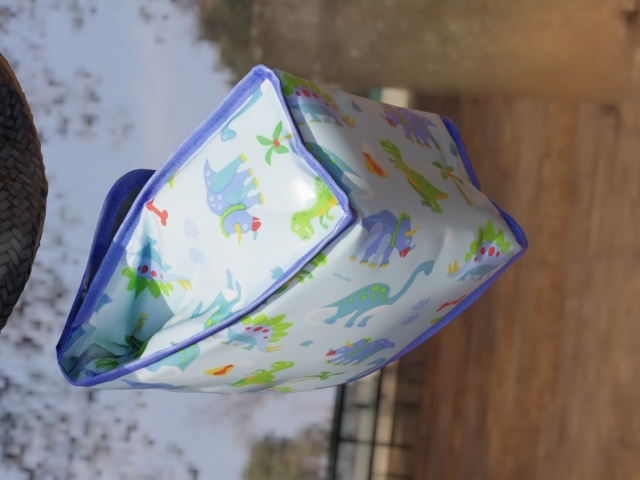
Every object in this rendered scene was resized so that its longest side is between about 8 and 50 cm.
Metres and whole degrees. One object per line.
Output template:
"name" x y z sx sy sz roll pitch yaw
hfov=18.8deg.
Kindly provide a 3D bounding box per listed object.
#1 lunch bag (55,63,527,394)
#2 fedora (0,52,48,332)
"lunch bag" -0.017 0.011 0.776 0.129 0.151 0.096 10 -138 -50
"fedora" -0.214 -0.009 0.686 0.334 0.152 0.334 10 -102 -52
